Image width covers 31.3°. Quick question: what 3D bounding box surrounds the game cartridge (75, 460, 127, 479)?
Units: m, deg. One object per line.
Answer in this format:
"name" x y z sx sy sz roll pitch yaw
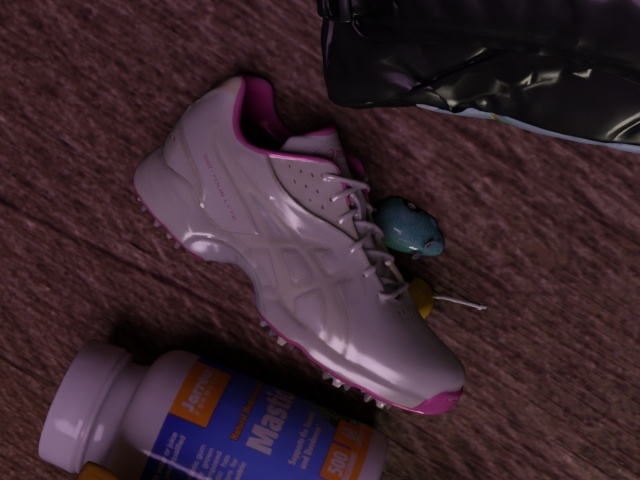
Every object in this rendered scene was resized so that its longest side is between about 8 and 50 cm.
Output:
"game cartridge" -0.084 0.314 0.971 0.323 0.053 0.285 29 145 -4

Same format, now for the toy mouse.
"toy mouse" 0.039 0.010 0.916 0.161 0.031 0.143 -8 116 18

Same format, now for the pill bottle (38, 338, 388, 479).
"pill bottle" -0.092 0.185 0.975 0.272 0.152 0.152 22 121 1

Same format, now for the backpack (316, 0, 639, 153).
"backpack" 0.209 -0.185 0.661 0.355 0.273 0.290 20 121 29

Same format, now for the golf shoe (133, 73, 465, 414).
"golf shoe" 0.000 0.000 0.849 0.306 0.115 0.140 40 109 10
